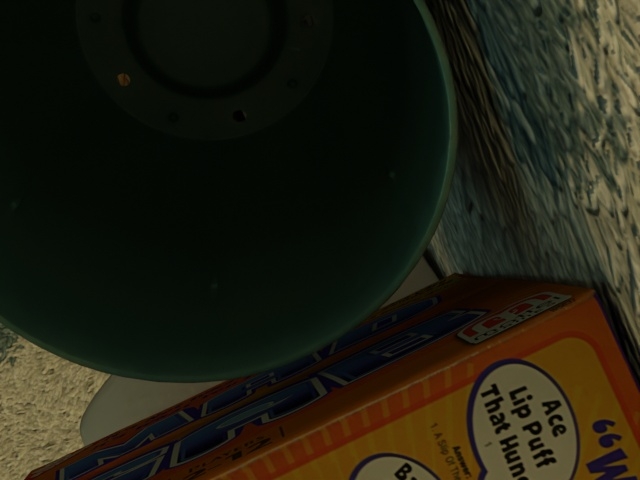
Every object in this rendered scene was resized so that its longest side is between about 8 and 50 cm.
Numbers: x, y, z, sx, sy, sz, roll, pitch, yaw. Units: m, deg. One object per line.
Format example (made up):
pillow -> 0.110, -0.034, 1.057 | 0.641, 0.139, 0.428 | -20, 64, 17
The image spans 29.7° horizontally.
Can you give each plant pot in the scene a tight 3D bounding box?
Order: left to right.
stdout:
plant pot -> -0.076, -0.100, 0.723 | 0.235, 0.293, 0.293 | -90, -20, -64

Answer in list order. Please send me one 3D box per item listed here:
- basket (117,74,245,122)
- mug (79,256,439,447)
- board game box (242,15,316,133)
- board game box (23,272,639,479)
basket -> -0.175, -0.181, 1.190 | 0.213, 0.223, 0.299 | 30, -134, -67
mug -> -0.049, 0.147, 1.142 | 0.276, 0.328, 0.374 | 67, 172, -26
board game box -> -0.035, -0.168, 0.954 | 0.303, 0.097, 0.224 | 66, 175, -26
board game box -> 0.032, 0.256, 0.734 | 0.356, 0.356, 0.356 | 177, 68, -86
